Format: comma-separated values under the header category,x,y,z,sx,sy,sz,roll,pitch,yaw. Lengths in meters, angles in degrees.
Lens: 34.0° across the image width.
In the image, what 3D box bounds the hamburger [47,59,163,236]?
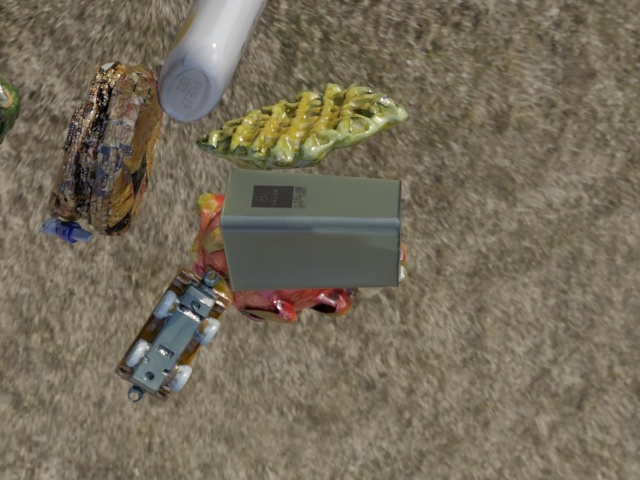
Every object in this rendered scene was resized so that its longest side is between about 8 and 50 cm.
category,x,y,z,sx,sy,sz,roll,pitch,yaw
hamburger,-0.263,-0.119,1.318,0.106,0.231,0.231,21,102,-1

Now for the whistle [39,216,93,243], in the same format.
category,x,y,z,sx,sy,sz,roll,pitch,yaw
whistle,-0.325,-0.014,1.342,0.033,0.083,0.029,-55,147,-31

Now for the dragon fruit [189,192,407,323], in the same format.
category,x,y,z,sx,sy,sz,roll,pitch,yaw
dragon fruit,-0.039,0.011,1.580,0.307,0.243,0.228,-3,97,-17

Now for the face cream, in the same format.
category,x,y,z,sx,sy,sz,roll,pitch,yaw
face cream,-0.090,-0.268,1.118,0.071,0.144,0.291,27,64,-11

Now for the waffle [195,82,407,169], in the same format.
category,x,y,z,sx,sy,sz,roll,pitch,yaw
waffle,-0.020,-0.131,1.232,0.204,0.223,0.054,-29,115,-28

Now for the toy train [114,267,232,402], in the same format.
category,x,y,z,sx,sy,sz,roll,pitch,yaw
toy train,-0.204,0.129,1.469,0.089,0.127,0.219,32,97,-8

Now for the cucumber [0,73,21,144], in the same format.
category,x,y,z,sx,sy,sz,roll,pitch,yaw
cucumber,-0.297,-0.060,0.715,0.265,0.077,0.077,-21,110,26

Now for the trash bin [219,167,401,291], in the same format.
category,x,y,z,sx,sy,sz,roll,pitch,yaw
trash bin,-0.003,-0.004,0.558,0.092,0.043,0.061,1,140,5
